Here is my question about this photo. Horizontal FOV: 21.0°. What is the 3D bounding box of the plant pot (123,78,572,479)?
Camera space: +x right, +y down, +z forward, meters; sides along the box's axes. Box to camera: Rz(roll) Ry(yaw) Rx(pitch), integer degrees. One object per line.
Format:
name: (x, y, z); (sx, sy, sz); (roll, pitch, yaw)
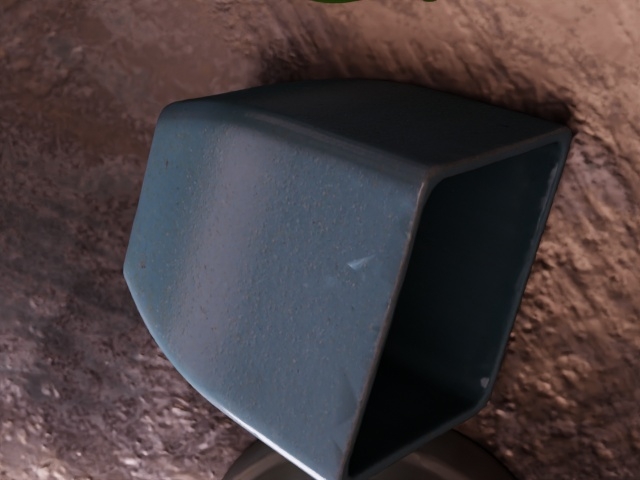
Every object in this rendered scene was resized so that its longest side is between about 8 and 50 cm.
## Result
plant pot: (0.000, 0.000, 1.296); (0.252, 0.248, 0.247); (24, 112, 25)

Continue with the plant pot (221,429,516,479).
plant pot: (0.018, 0.330, 1.363); (0.323, 0.280, 0.323); (4, 106, 13)

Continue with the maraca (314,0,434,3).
maraca: (0.030, -0.238, 1.288); (0.186, 0.099, 0.127); (5, 112, -14)
